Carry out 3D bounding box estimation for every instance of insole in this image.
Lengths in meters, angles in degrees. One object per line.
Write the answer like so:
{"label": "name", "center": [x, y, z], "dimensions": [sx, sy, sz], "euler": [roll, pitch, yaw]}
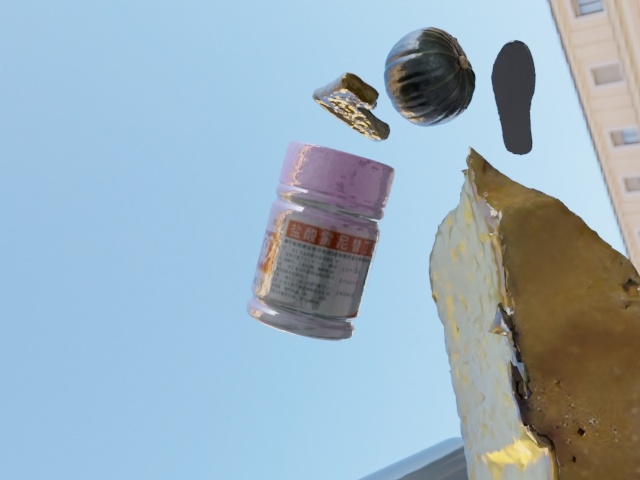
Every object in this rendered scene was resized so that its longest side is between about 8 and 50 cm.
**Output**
{"label": "insole", "center": [0.460, -0.328, 1.717], "dimensions": [0.012, 0.110, 0.309], "euler": [-52, -42, -35]}

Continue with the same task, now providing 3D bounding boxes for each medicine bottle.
{"label": "medicine bottle", "center": [0.000, 0.000, 1.284], "dimensions": [0.202, 0.202, 0.316], "euler": [10, -85, -49]}

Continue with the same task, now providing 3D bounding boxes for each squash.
{"label": "squash", "center": [0.231, -0.343, 1.544], "dimensions": [0.218, 0.172, 0.218], "euler": [33, -141, -31]}

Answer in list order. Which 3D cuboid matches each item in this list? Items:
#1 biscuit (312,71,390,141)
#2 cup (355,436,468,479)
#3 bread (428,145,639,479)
{"label": "biscuit", "center": [0.078, -0.256, 1.414], "dimensions": [0.174, 0.183, 0.039], "euler": [33, -102, -13]}
{"label": "cup", "center": [0.159, 0.447, 1.164], "dimensions": [0.312, 0.205, 0.205], "euler": [-19, -77, -24]}
{"label": "bread", "center": [0.164, 0.140, 0.652], "dimensions": [0.279, 0.315, 0.248], "euler": [-46, -17, -20]}
